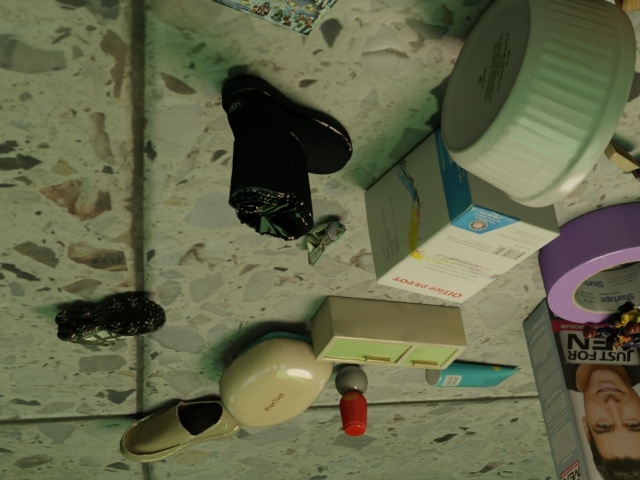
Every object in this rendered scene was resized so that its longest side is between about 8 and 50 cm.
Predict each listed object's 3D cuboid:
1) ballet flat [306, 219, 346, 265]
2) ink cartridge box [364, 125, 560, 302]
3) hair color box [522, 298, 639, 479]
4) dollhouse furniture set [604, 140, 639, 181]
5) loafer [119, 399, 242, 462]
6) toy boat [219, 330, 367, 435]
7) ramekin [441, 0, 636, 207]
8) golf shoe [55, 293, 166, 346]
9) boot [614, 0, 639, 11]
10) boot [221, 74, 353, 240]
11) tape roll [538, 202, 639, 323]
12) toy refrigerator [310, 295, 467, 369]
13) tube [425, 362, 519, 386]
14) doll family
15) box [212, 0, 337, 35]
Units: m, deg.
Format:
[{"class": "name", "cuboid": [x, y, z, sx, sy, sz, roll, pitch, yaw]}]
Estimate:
[{"class": "ballet flat", "cuboid": [0.000, 0.000, 1.843, 0.041, 0.041, 0.114, 11, 144, -27]}, {"class": "ink cartridge box", "cuboid": [0.203, -0.041, 1.681, 0.171, 0.168, 0.232, 16, 142, -31]}, {"class": "hair color box", "cuboid": [0.515, 0.299, 2.100, 0.185, 0.374, 0.114, 3, 147, -16]}, {"class": "dollhouse furniture set", "cuboid": [0.497, -0.123, 1.703, 0.114, 0.091, 0.081, 24, 122, -36]}, {"class": "loafer", "cuboid": [-0.299, 0.386, 2.361, 0.268, 0.102, 0.092, -18, 147, 1]}, {"class": "toy boat", "cuboid": [-0.040, 0.278, 2.209, 0.318, 0.148, 0.267, 22, 134, -27]}, {"class": "ramekin", "cuboid": [0.253, -0.185, 1.381, 0.127, 0.273, 0.273, 19, 142, -16]}, {"class": "golf shoe", "cuboid": [-0.361, 0.144, 1.980, 0.198, 0.077, 0.094, -4, 160, 8]}, {"class": "boot", "cuboid": [0.433, -0.375, 1.262, 0.211, 0.104, 0.295, -17, 153, 6]}, {"class": "boot", "cuboid": [-0.039, -0.086, 1.524, 0.094, 0.207, 0.246, -27, 144, 29]}, {"class": "tape roll", "cuboid": [0.523, 0.044, 1.962, 0.274, 0.090, 0.275, -6, 148, -3]}, {"class": "toy refrigerator", "cuboid": [0.127, 0.178, 2.097, 0.269, 0.094, 0.102, 6, 146, -21]}, {"class": "tube", "cuboid": [0.316, 0.283, 2.356, 0.207, 0.052, 0.080, 8, 151, -32]}, {"class": "doll family", "cuboid": [0.542, 0.156, 1.995, 0.111, 0.076, 0.193, -4, 152, -13]}, {"class": "box", "cuboid": [-0.049, -0.301, 1.342, 0.137, 0.027, 0.094, 14, 142, -30]}]
